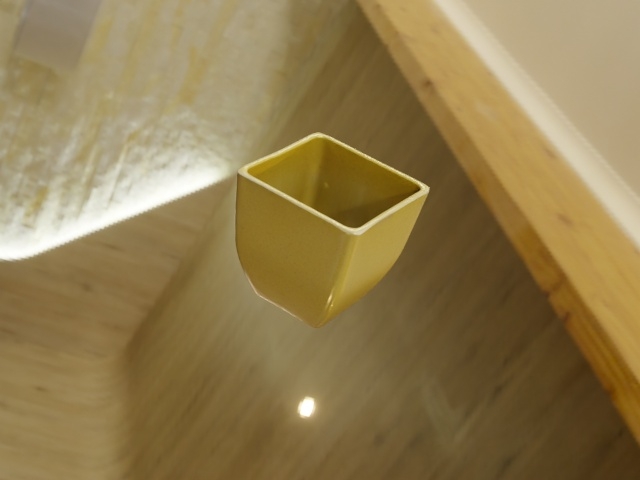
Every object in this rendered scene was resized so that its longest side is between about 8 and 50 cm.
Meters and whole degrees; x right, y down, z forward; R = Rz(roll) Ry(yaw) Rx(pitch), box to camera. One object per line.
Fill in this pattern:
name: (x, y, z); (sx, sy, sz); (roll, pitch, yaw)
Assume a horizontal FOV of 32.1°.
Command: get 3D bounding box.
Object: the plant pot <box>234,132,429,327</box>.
plant pot: (0.000, 0.000, 0.637); (0.081, 0.081, 0.083); (-30, 142, -50)
